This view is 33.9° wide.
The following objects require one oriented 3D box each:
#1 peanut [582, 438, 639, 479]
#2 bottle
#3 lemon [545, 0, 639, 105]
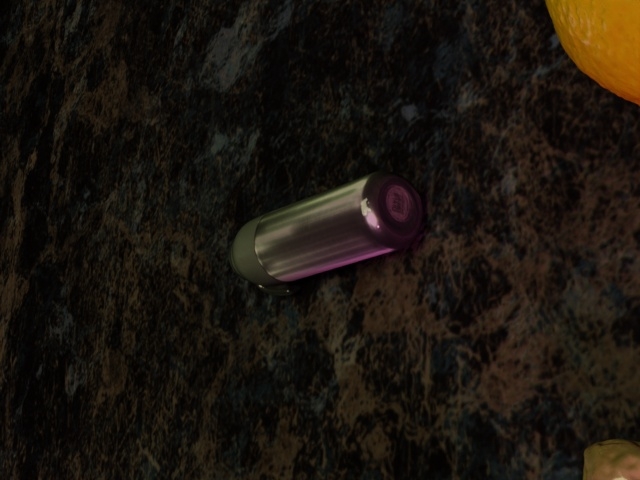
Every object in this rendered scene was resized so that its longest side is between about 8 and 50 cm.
[{"bbox_3d":[0.235,0.195,0.666,0.082,0.082,0.187,-59,37,19],"label":"peanut"},{"bbox_3d":[0.000,0.000,1.090,0.254,0.079,0.096,-17,100,49],"label":"bottle"},{"bbox_3d":[0.225,-0.163,0.622,0.180,0.181,0.193,-51,20,28],"label":"lemon"}]
